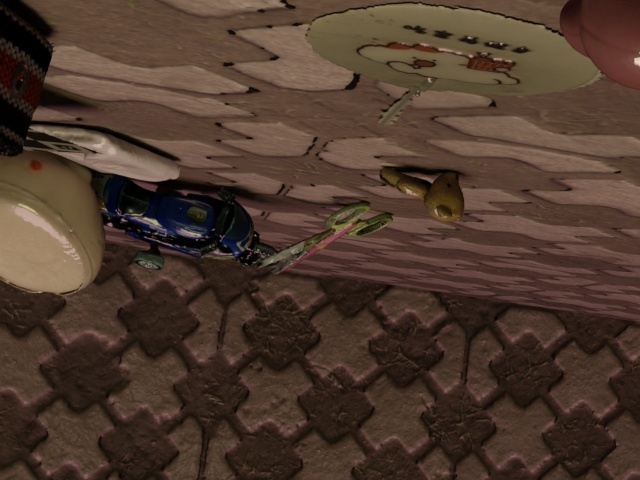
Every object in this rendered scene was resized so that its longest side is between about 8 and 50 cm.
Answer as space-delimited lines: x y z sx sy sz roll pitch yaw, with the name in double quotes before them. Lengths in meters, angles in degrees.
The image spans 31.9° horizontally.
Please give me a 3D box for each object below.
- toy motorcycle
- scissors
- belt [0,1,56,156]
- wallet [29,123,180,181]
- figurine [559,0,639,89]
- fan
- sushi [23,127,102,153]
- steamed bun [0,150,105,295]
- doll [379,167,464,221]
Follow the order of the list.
"toy motorcycle" -0.196 -0.029 1.502 0.315 0.113 0.169 17 162 -9
"scissors" 0.000 0.000 1.508 0.187 0.020 0.133 -27 161 18
"belt" -0.232 -0.120 0.657 0.126 0.094 0.359 7 175 -1
"wallet" -0.242 -0.095 1.253 0.124 0.032 0.183 9 176 20
"figurine" 0.143 -0.098 0.483 0.083 0.071 0.067 -4 128 27
"fan" 0.073 -0.108 0.778 0.190 0.009 0.329 8 174 -8
"sushi" -0.347 -0.130 0.980 0.192 0.043 0.279 5 173 29
"steamed bun" -0.348 -0.038 1.367 0.177 0.131 0.228 4 144 16
"doll" 0.103 -0.047 1.145 0.093 0.051 0.061 6 -179 33
